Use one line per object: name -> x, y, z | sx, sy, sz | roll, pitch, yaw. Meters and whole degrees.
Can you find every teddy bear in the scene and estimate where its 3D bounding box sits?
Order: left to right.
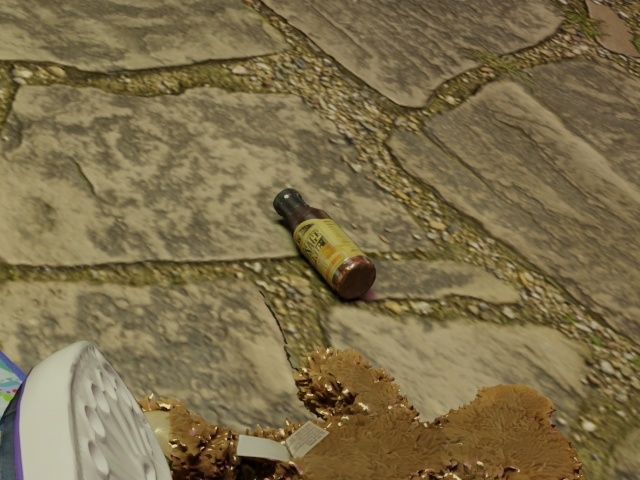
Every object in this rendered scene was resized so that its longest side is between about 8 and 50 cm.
teddy bear -> 0.007, 0.182, 1.108 | 0.338, 0.113, 0.245 | -13, 44, -28

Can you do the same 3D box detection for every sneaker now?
sneaker -> -0.212, 0.195, 0.929 | 0.236, 0.130, 0.323 | -28, 23, 8

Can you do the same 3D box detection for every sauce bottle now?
sauce bottle -> 0.000, 0.000, 1.433 | 0.042, 0.042, 0.128 | -10, 37, -32

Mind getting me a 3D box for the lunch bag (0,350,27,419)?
lunch bag -> -0.251, 0.132, 1.091 | 0.129, 0.096, 0.151 | -15, 53, -36
